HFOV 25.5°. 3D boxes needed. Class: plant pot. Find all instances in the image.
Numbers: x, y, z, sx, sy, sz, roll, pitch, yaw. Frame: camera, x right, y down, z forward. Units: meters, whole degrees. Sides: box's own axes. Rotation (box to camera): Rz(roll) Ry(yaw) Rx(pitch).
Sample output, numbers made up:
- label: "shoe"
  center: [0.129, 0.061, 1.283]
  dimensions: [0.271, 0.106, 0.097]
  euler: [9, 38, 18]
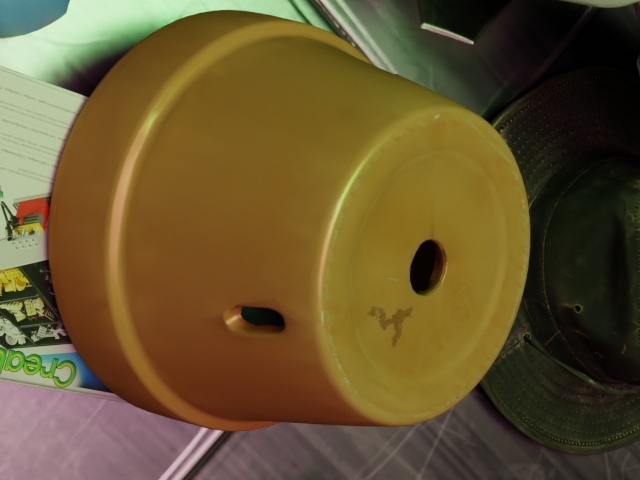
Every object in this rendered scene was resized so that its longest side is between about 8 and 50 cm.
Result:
- label: "plant pot"
  center: [0.000, 0.000, 0.928]
  dimensions: [0.290, 0.203, 0.291]
  euler: [-13, 109, -43]

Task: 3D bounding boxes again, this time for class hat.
- label: "hat"
  center: [0.256, 0.026, 1.140]
  dimensions: [0.331, 0.134, 0.331]
  euler: [-3, 98, -25]

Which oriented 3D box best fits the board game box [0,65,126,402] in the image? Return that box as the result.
- label: "board game box"
  center: [-0.204, -0.009, 0.906]
  dimensions: [0.305, 0.053, 0.193]
  euler: [18, 88, -45]

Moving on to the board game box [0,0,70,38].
- label: "board game box"
  center: [-0.221, -0.219, 0.938]
  dimensions: [0.133, 0.033, 0.169]
  euler: [14, 95, -31]

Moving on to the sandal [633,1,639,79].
- label: "sandal"
  center: [0.316, -0.093, 1.108]
  dimensions: [0.416, 0.102, 0.169]
  euler: [27, 46, -51]

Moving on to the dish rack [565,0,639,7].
- label: "dish rack"
  center: [0.091, -0.316, 0.917]
  dimensions: [0.072, 0.332, 0.286]
  euler: [-45, 143, -48]
